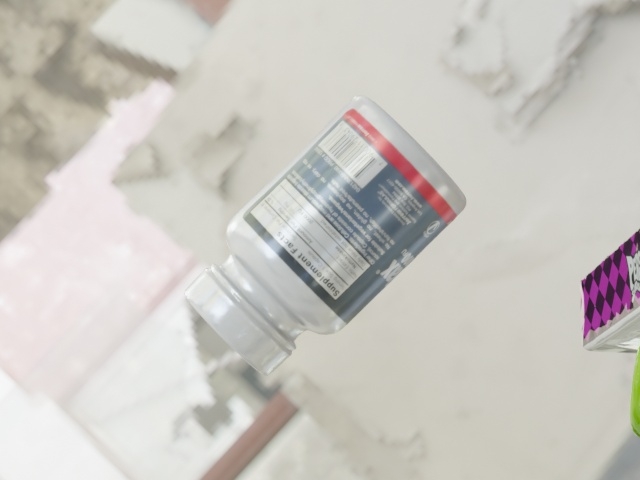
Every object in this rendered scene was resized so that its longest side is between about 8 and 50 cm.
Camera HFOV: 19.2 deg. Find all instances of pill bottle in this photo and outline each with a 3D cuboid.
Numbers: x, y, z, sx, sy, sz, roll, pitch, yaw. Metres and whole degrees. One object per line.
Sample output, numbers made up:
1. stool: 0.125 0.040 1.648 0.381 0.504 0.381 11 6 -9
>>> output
1. pill bottle: 0.000 0.000 1.265 0.108 0.180 0.108 46 -179 -1

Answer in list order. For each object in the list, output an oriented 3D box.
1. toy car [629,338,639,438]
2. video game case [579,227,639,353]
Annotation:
1. toy car: 0.177 0.120 0.631 0.155 0.149 0.188 11 151 17
2. video game case: 0.237 0.009 0.797 0.210 0.042 0.232 -1 167 -5
